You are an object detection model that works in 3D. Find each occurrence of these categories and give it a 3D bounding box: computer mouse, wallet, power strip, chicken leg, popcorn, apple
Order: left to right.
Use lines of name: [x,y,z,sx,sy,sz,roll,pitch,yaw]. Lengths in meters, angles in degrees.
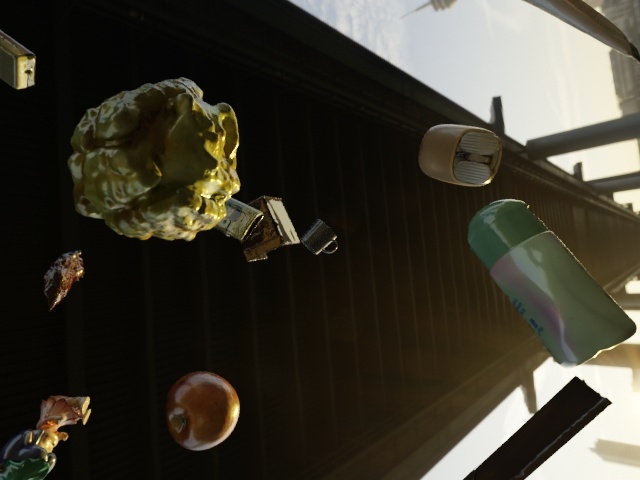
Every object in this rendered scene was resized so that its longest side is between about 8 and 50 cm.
power strip: [-0.908,-0.531,1.158,0.257,0.105,0.070,34,-141,2]
chicken leg: [-0.751,0.103,1.221,0.233,0.063,0.105,-103,-1,-63]
popcorn: [-0.273,-0.140,0.744,0.278,0.275,0.335,59,-159,-5]
apple: [-0.405,0.573,1.407,0.254,0.254,0.253,10,-104,-48]
wallet: [-0.259,-0.069,1.221,0.110,0.155,0.039,-57,-27,-16]
computer mouse: [0.340,-0.218,1.053,0.082,0.237,0.145,0,-70,-35]

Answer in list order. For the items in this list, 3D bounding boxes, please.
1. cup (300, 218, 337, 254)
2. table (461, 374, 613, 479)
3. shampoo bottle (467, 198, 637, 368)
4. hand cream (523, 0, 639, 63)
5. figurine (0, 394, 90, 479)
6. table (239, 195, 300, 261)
cup: [0.000,0.000,1.200,0.100,0.078,0.077,44,-99,0]
table: [0.325,0.360,0.503,0.282,0.250,0.196,-49,-25,9]
shampoo bottle: [0.434,0.068,0.833,0.222,0.151,0.349,15,-141,-53]
hand cream: [0.374,-0.397,0.680,0.336,0.076,0.121,35,-133,2]
figurine: [-0.549,0.397,0.816,0.195,0.102,0.111,-83,4,-61]
table: [-0.212,-0.042,1.571,0.193,0.169,0.172,67,-162,5]
